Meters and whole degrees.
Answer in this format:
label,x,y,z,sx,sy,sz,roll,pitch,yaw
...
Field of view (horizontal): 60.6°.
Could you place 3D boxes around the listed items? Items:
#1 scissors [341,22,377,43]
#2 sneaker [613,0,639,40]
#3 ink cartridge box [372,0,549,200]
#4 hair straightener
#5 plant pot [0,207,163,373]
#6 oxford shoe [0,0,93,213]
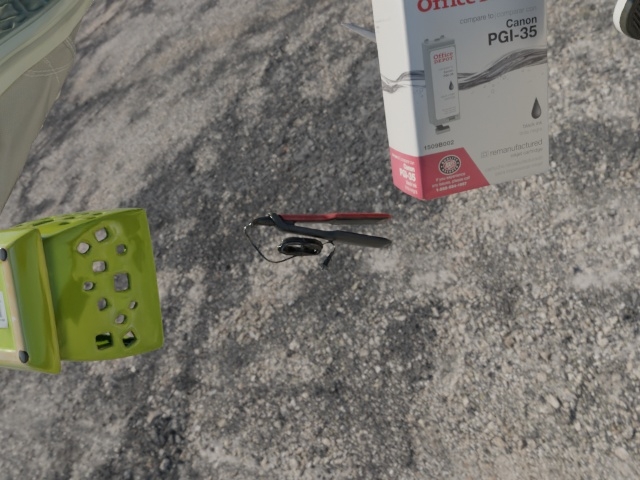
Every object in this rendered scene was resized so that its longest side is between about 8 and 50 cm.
label,x,y,z,sx,sy,sz,roll,pitch,yaw
scissors,0.167,-0.288,0.892,0.297,0.021,0.109,13,89,9
sneaker,0.410,-0.392,0.636,0.295,0.124,0.178,-56,34,21
ink cartridge box,0.199,-0.222,0.773,0.207,0.283,0.117,-13,21,-8
hair straightener,0.000,0.000,0.819,0.047,0.230,0.089,143,127,-68
plant pot,-0.395,0.075,0.812,0.228,0.207,0.227,-3,96,31
oxford shoe,-0.300,-0.118,0.458,0.169,0.130,0.449,9,64,4
